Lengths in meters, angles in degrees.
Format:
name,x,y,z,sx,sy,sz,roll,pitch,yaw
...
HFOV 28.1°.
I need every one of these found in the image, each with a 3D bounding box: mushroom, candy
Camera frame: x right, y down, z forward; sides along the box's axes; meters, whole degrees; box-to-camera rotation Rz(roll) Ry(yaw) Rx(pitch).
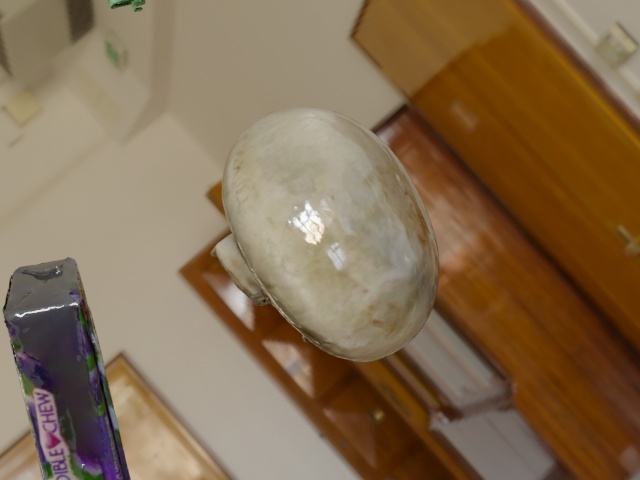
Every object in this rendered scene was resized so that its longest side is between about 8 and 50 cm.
name,x,y,z,sx,sy,sz,roll,pitch,yaw
mushroom,0.000,0.000,1.068,0.178,0.226,0.226,-37,-2,21
candy,-0.166,0.169,0.908,0.061,0.312,0.088,-12,20,-8

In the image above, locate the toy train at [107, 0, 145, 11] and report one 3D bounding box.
name,x,y,z,sx,sy,sz,roll,pitch,yaw
toy train,-0.058,-0.234,0.931,0.251,0.085,0.119,-16,9,8
